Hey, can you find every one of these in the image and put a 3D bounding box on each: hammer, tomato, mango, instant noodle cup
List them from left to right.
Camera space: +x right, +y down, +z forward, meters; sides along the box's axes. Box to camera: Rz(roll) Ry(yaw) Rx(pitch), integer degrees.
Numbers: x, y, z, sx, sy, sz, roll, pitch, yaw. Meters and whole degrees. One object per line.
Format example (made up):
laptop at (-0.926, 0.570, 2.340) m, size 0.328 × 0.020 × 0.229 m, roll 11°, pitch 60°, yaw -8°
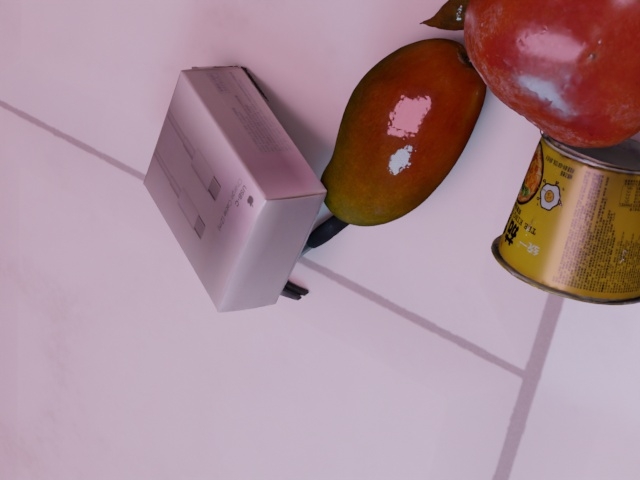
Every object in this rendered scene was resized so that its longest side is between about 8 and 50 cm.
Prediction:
hammer at (0.000, 0.000, 1.639) m, size 0.246 × 0.029 × 0.103 m, roll -34°, pitch 90°, yaw 42°
mango at (0.090, -0.113, 1.443) m, size 0.146 × 0.129 × 0.289 m, roll 35°, pitch 133°, yaw 11°
tomato at (0.261, -0.202, 1.200) m, size 0.231 × 0.189 × 0.232 m, roll 5°, pitch 123°, yaw 7°
instant noodle cup at (0.285, -0.035, 1.308) m, size 0.182 × 0.182 × 0.144 m, roll 23°, pitch 115°, yaw 27°

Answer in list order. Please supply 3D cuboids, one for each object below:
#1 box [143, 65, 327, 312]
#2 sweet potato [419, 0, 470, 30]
box at (-0.115, -0.068, 1.586) m, size 0.252 × 0.106 × 0.203 m, roll 56°, pitch 137°, yaw 31°
sweet potato at (0.204, -0.294, 1.303) m, size 0.067 × 0.067 × 0.274 m, roll 53°, pitch 132°, yaw 3°
